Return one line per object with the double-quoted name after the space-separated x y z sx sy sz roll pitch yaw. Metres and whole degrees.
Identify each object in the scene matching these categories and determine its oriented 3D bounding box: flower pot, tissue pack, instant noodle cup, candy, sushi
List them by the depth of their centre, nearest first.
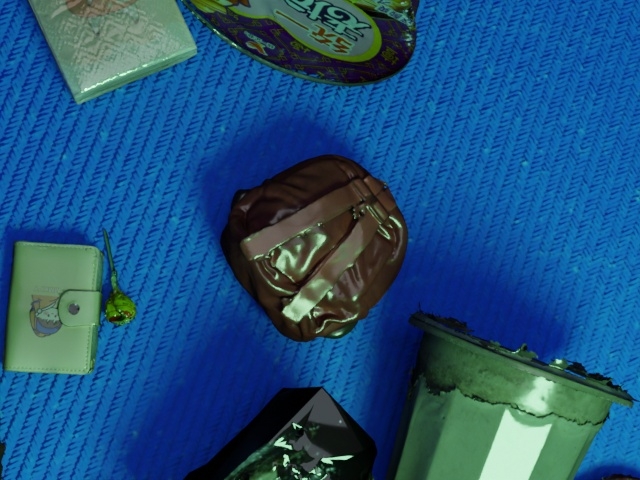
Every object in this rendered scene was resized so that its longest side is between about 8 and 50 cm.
-0.037 0.310 1.271 0.212 0.215 0.227 46 75 -2 "sushi"
0.193 0.238 1.317 0.290 0.290 0.259 22 90 -7 "flower pot"
0.007 -0.389 1.343 0.340 0.340 0.266 27 69 -6 "instant noodle cup"
-0.249 0.043 1.367 0.035 0.035 0.123 2 69 -43 "candy"
-0.293 -0.347 1.392 0.170 0.071 0.325 -24 87 -12 "tissue pack"

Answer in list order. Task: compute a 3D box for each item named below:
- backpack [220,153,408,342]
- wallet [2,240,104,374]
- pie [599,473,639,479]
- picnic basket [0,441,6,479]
0.000 0.000 1.363 0.229 0.139 0.229 1 83 -9 "backpack"
-0.315 0.080 1.340 0.110 0.039 0.155 4 81 -6 "wallet"
0.383 0.388 1.431 0.182 0.049 0.182 2 82 -13 "pie"
-0.465 0.208 1.245 0.222 0.129 0.297 -1 83 -13 "picnic basket"
